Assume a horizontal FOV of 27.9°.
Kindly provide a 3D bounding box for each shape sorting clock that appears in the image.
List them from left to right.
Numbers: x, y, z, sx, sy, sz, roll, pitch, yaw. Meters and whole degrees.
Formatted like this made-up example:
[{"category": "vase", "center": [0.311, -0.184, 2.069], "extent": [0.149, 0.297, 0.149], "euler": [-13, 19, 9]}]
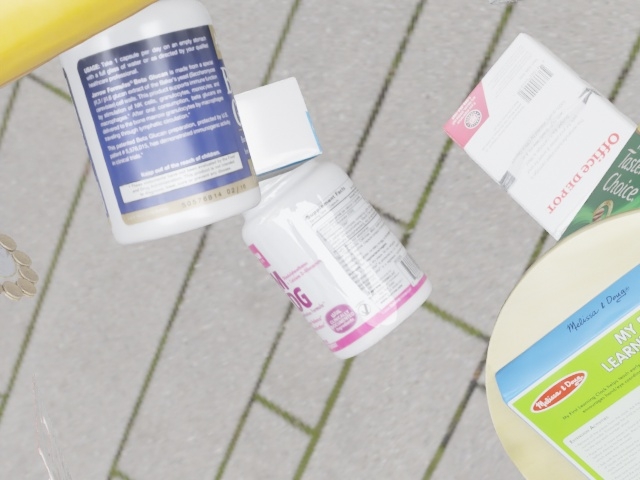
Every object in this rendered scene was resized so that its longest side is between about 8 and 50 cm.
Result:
[{"category": "shape sorting clock", "center": [0.190, 0.074, 0.672], "extent": [0.206, 0.040, 0.206], "euler": [4, 119, 7]}]

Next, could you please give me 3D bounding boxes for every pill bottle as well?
[{"category": "pill bottle", "center": [-0.101, -0.090, 0.772], "extent": [0.094, 0.094, 0.169], "euler": [-13, 97, 27]}, {"category": "pill bottle", "center": [0.000, 0.000, 1.677], "extent": [0.160, 0.160, 0.283], "euler": [-37, 93, 26]}]

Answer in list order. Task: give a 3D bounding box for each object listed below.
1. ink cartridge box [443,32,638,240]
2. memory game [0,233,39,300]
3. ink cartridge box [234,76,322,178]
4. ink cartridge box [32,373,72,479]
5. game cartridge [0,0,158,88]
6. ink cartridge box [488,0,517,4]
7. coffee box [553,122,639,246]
[{"category": "ink cartridge box", "center": [0.282, -0.120, 1.561], "extent": [0.158, 0.092, 0.218], "euler": [-51, 58, 15]}, {"category": "memory game", "center": [-0.519, 0.026, 2.008], "extent": [0.186, 0.186, 0.012], "euler": [46, 110, 12]}, {"category": "ink cartridge box", "center": [-0.072, -0.116, 1.467], "extent": [0.092, 0.090, 0.143], "euler": [69, 161, 1]}, {"category": "ink cartridge box", "center": [-0.209, 0.240, 1.018], "extent": [0.056, 0.181, 0.225], "euler": [-21, 107, -9]}, {"category": "game cartridge", "center": [-0.178, -0.166, 0.393], "extent": [0.323, 0.053, 0.285], "euler": [-27, 106, 10]}, {"category": "ink cartridge box", "center": [0.226, -0.353, 1.087], "extent": [0.117, 0.201, 0.278], "euler": [178, 81, -72]}, {"category": "coffee box", "center": [0.261, -0.020, 1.107], "extent": [0.040, 0.113, 0.184], "euler": [34, 96, -13]}]
